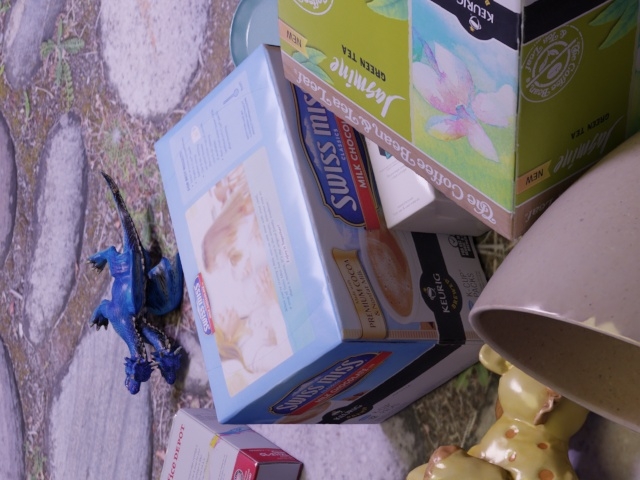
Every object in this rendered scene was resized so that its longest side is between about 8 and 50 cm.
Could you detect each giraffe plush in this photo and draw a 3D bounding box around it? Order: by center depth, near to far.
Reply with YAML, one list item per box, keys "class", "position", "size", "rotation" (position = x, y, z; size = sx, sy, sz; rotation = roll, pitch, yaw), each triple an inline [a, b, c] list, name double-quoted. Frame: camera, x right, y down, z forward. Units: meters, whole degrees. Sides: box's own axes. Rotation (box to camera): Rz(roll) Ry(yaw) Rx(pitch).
- class: "giraffe plush"
  position: [0.196, 0.190, 1.585]
  size: [0.210, 0.181, 0.170]
  rotation: [-22, 48, 59]

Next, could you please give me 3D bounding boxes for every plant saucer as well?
- class: "plant saucer"
  position: [-0.069, -0.255, 2.035]
  size: [0.119, 0.021, 0.119]
  rotation: [-5, 83, 50]

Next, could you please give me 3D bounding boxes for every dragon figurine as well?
- class: "dragon figurine"
  position: [-0.236, 0.055, 2.159]
  size: [0.144, 0.085, 0.289]
  rotation: [3, 89, 50]

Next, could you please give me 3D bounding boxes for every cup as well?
- class: "cup"
  position: [0.321, 0.029, 1.349]
  size: [0.331, 0.331, 0.237]
  rotation: [13, 72, 50]

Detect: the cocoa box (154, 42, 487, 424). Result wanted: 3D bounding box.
- class: "cocoa box"
  position: [0.000, 0.000, 1.766]
  size: [0.231, 0.228, 0.347]
  rotation: [-37, 59, 43]

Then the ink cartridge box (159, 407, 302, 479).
- class: "ink cartridge box"
  position: [-0.113, 0.292, 1.999]
  size: [0.175, 0.072, 0.127]
  rotation: [27, 108, 48]

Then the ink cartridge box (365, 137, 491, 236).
- class: "ink cartridge box"
  position: [0.115, -0.126, 1.712]
  size: [0.078, 0.134, 0.231]
  rotation: [-34, 61, 44]

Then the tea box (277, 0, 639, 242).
- class: "tea box"
  position: [0.136, -0.238, 1.426]
  size: [0.329, 0.220, 0.323]
  rotation: [39, 148, 38]
